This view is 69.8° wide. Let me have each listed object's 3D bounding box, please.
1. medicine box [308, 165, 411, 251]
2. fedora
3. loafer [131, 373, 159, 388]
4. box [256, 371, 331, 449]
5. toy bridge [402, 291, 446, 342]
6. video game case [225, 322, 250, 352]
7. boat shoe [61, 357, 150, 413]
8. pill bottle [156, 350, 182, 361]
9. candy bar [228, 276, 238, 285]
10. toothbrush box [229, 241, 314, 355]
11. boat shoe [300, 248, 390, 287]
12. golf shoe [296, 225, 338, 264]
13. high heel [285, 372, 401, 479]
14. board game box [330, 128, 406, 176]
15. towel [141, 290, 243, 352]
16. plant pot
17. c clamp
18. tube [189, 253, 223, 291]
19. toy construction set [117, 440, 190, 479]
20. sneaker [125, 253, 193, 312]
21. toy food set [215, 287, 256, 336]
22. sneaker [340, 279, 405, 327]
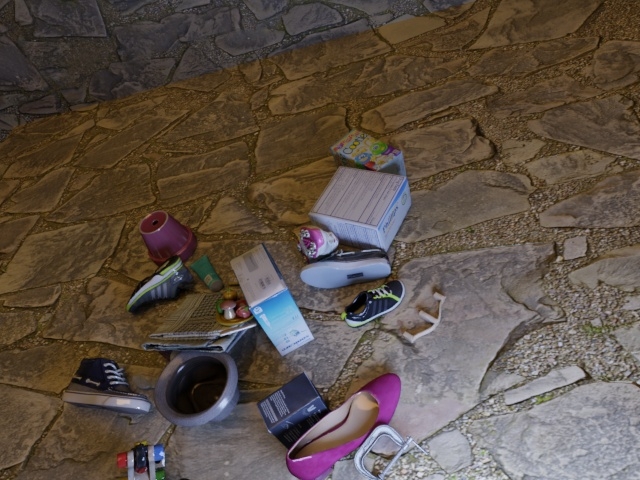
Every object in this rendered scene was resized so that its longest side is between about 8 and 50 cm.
[{"bbox_3d":[0.150,-0.118,1.698,0.289,0.149,0.263,15,57,29],"label":"medicine box"},{"bbox_3d":[-0.354,0.457,1.397,0.275,0.124,0.244,0,49,27],"label":"fedora"},{"bbox_3d":[-0.570,0.470,1.532,0.125,0.039,0.045,-1,83,23],"label":"loafer"},{"bbox_3d":[-0.067,0.469,1.262,0.158,0.156,0.093,-32,46,-9],"label":"box"},{"bbox_3d":[0.332,0.239,1.406,0.063,0.026,0.188,29,65,34],"label":"toy bridge"},{"bbox_3d":[-0.309,0.318,1.581,0.087,0.011,0.122,25,62,34],"label":"video game case"},{"bbox_3d":[-0.687,0.469,1.505,0.340,0.127,0.158,-1,58,20],"label":"boat shoe"},{"bbox_3d":[-0.489,0.368,1.551,0.152,0.086,0.086,23,61,34],"label":"pill bottle"},{"bbox_3d":[-0.271,0.149,1.709,0.161,0.018,0.040,-6,46,16],"label":"candy bar"},{"bbox_3d":[-0.150,0.189,1.440,0.126,0.296,0.216,-27,46,-7],"label":"toothbrush box"},{"bbox_3d":[0.083,0.082,1.576,0.306,0.113,0.105,-11,41,8],"label":"boat shoe"},{"bbox_3d":[0.000,0.000,1.572,0.140,0.306,0.115,-22,83,-12],"label":"golf shoe"},{"bbox_3d":[0.073,0.469,1.193,0.127,0.181,0.377,29,65,36],"label":"high heel"},{"bbox_3d":[0.192,-0.318,1.860,0.142,0.144,0.275,-40,49,-15],"label":"board game box"},{"bbox_3d":[-0.391,0.260,1.549,0.312,0.056,0.324,-3,25,17],"label":"towel"},{"bbox_3d":[-0.638,-0.018,1.876,0.201,0.180,0.201,-11,47,12],"label":"plant pot"},{"bbox_3d":[0.171,0.549,1.168,0.160,0.022,0.137,-43,81,-7],"label":"c clamp"},{"bbox_3d":[-0.442,0.124,1.776,0.080,0.052,0.207,-33,42,-16],"label":"tube"},{"bbox_3d":[-0.513,0.686,1.225,0.308,0.257,0.237,-29,0,-27],"label":"toy construction set"},{"bbox_3d":[-0.613,0.188,1.738,0.300,0.121,0.111,-37,22,12],"label":"sneaker"},{"bbox_3d":[-0.275,0.207,1.465,0.128,0.071,0.218,-11,22,-11],"label":"toy food set"},{"bbox_3d":[0.171,0.193,1.455,0.234,0.097,0.084,-35,48,-11],"label":"sneaker"}]
